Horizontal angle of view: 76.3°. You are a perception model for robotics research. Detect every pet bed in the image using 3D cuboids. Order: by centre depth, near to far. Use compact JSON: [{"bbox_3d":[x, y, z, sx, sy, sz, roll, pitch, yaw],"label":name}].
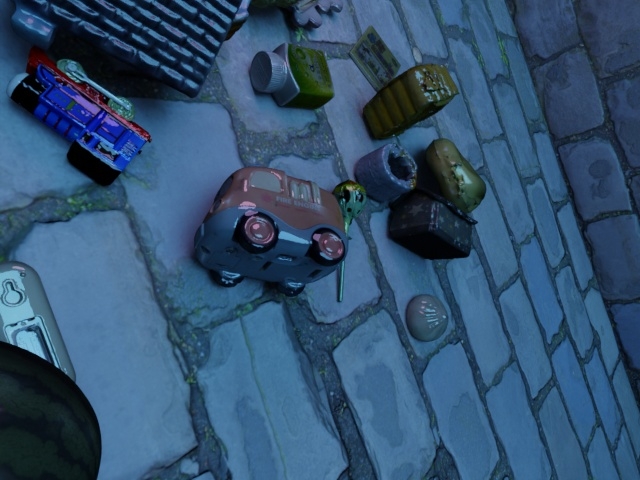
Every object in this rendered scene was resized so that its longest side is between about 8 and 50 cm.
[{"bbox_3d":[0.324,-0.051,1.176,0.211,0.183,0.159,25,69,-31],"label":"pet bed"}]

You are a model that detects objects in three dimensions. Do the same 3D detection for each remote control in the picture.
[{"bbox_3d":[-0.414,0.134,0.574,0.078,0.042,0.221,-20,93,-41],"label":"remote control"}]

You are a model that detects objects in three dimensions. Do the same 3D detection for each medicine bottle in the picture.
[{"bbox_3d":[-0.068,-0.397,0.986,0.189,0.088,0.131,-12,87,-43],"label":"medicine bottle"}]

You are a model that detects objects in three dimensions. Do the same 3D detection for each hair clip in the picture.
[{"bbox_3d":[-0.020,-0.668,1.119,0.146,0.075,0.257,48,59,-18],"label":"hair clip"}]

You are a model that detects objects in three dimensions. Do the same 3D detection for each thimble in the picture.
[{"bbox_3d":[0.183,-0.187,1.128,0.151,0.118,0.127,33,59,-29],"label":"thimble"}]

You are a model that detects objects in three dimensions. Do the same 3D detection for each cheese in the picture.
[{"bbox_3d":[0.411,-0.194,1.257,0.259,0.128,0.316,53,18,-3],"label":"cheese"}]

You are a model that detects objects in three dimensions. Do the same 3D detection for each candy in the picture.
[{"bbox_3d":[0.064,0.000,1.008,0.083,0.091,0.304,13,77,-49],"label":"candy"}]

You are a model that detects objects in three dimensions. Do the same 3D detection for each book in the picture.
[{"bbox_3d":[0.177,-0.575,1.299,0.168,0.013,0.192,44,53,-23],"label":"book"}]

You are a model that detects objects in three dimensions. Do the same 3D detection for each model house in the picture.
[{"bbox_3d":[-0.302,-0.407,0.675,0.361,0.298,0.338,23,72,-34],"label":"model house"}]

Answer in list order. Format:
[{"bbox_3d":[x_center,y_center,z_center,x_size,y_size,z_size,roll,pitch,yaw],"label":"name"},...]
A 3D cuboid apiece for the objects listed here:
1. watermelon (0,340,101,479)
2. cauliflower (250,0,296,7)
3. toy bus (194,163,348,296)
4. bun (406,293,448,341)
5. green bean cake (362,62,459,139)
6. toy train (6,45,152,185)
[{"bbox_3d":[-0.392,0.234,0.405,0.360,0.279,0.278,29,61,-20],"label":"watermelon"},{"bbox_3d":[-0.118,-0.688,0.906,0.327,0.281,0.260,-38,66,-26],"label":"cauliflower"},{"bbox_3d":[-0.086,-0.033,0.790,0.288,0.194,0.231,13,61,-24],"label":"toy bus"},{"bbox_3d":[0.317,0.218,1.154,0.138,0.094,0.138,10,73,-36],"label":"bun"},{"bbox_3d":[0.260,-0.405,1.182,0.224,0.230,0.131,-30,92,-44],"label":"green bean cake"},{"bbox_3d":[-0.388,-0.199,0.660,0.204,0.083,0.130,39,58,-27],"label":"toy train"}]
